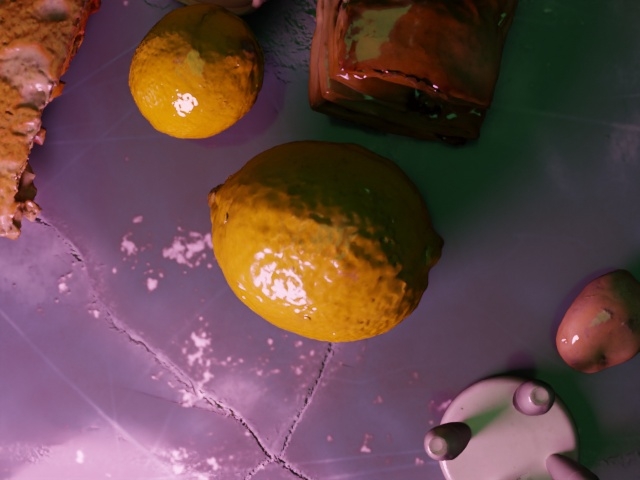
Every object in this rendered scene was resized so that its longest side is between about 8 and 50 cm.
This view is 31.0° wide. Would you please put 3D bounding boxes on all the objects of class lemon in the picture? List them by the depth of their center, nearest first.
[{"bbox_3d":[0.000,0.000,1.507,0.322,0.268,0.268,13,92,23],"label":"lemon"},{"bbox_3d":[-0.166,-0.226,1.557,0.180,0.193,0.180,1,85,-14],"label":"lemon"}]

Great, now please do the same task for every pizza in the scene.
[{"bbox_3d":[-0.503,-0.192,1.628,0.440,0.130,0.406,-12,90,-4],"label":"pizza"}]

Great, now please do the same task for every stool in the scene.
[{"bbox_3d":[0.247,0.287,1.510,0.195,0.199,0.195,-27,88,8],"label":"stool"}]

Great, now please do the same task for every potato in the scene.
[{"bbox_3d":[0.380,0.112,1.540,0.112,0.112,0.147,38,102,5],"label":"potato"}]

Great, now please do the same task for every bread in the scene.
[{"bbox_3d":[0.136,-0.291,1.489,0.277,0.167,0.324,11,99,-20],"label":"bread"}]

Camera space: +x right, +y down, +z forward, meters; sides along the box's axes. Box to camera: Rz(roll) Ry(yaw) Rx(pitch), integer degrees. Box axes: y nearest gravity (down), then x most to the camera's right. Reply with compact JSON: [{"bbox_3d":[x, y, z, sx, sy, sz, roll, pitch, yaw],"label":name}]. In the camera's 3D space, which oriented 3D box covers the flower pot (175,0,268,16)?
[{"bbox_3d":[-0.140,-0.466,1.510,0.307,0.307,0.244,27,77,6],"label":"flower pot"}]
